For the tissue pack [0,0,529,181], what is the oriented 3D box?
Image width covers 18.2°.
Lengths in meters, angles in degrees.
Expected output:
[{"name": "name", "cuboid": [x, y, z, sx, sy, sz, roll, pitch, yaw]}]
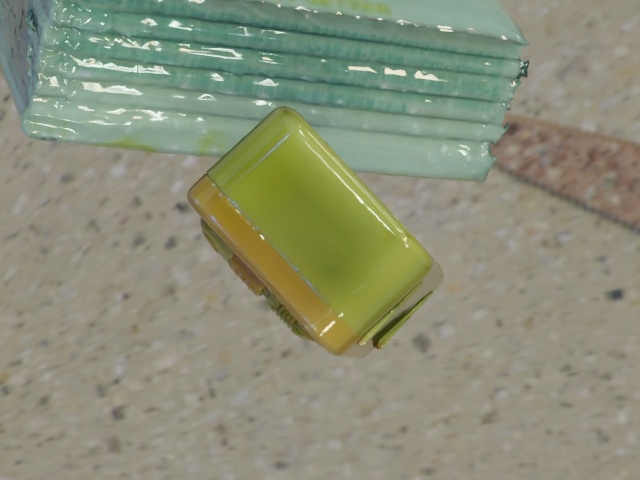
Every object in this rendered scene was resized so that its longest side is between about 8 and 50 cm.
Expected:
[{"name": "tissue pack", "cuboid": [-0.067, -0.183, 1.588, 0.388, 0.287, 0.162, 5, 120, -23]}]

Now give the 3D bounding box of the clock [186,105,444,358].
[{"name": "clock", "cuboid": [0.000, 0.000, 1.256, 0.143, 0.202, 0.096, 45, 92, 8]}]
